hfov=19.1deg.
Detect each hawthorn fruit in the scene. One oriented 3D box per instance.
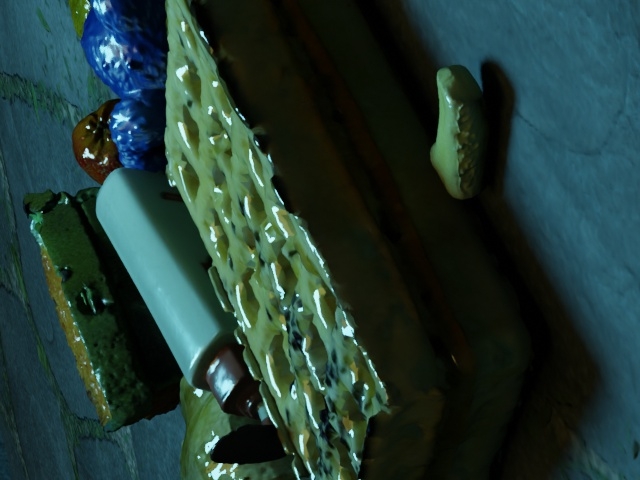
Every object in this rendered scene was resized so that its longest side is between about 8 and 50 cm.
[{"bbox_3d":[-0.190,-0.088,1.811,0.093,0.093,0.093,165,90,-73],"label":"hawthorn fruit"}]

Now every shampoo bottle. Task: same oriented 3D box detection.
[{"bbox_3d":[-0.067,0.060,1.388,0.071,0.153,0.284,-58,33,24],"label":"shampoo bottle"}]

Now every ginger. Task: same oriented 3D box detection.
[{"bbox_3d":[-0.059,0.187,1.549,0.270,0.123,0.219,179,74,-72],"label":"ginger"}]

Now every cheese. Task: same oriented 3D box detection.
[{"bbox_3d":[0.078,-0.063,1.070,0.044,0.030,0.083,50,157,40],"label":"cheese"}]

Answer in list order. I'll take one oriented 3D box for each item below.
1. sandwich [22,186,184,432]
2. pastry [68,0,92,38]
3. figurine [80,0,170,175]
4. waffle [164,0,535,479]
[{"bbox_3d":[-0.209,0.088,1.974,0.292,0.109,0.212,-123,18,-50],"label":"sandwich"},{"bbox_3d":[-0.202,-0.230,1.755,0.109,0.057,0.097,119,139,-63],"label":"pastry"},{"bbox_3d":[-0.110,-0.134,1.469,0.262,0.121,0.164,61,-155,-48],"label":"figurine"},{"bbox_3d":[-0.001,0.000,1.227,0.261,0.114,0.376,102,148,-55],"label":"waffle"}]
